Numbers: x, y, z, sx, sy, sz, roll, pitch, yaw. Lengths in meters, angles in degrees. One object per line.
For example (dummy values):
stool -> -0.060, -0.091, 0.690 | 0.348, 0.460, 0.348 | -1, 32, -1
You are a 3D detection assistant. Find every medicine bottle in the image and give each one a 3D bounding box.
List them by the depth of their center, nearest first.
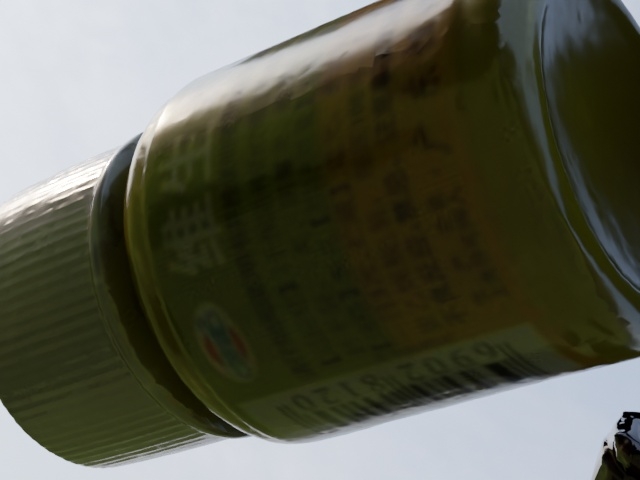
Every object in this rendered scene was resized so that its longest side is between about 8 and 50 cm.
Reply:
medicine bottle -> 0.000, 0.000, 0.896 | 0.384, 0.224, 0.224 | -20, -68, 32

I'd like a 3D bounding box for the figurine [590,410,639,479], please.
figurine -> 0.165, 0.299, 0.978 | 0.218, 0.206, 0.365 | 14, -57, -24
